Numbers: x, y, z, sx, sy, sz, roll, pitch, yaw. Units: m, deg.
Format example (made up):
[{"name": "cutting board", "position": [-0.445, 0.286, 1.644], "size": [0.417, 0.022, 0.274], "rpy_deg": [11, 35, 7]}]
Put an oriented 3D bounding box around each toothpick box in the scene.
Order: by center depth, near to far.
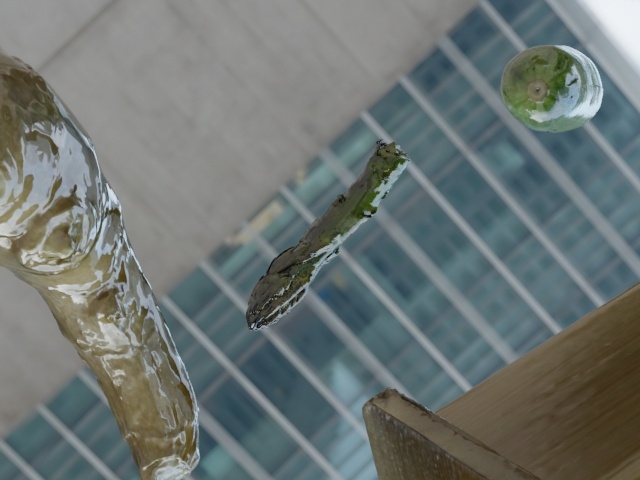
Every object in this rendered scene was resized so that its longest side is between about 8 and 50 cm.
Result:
[{"name": "toothpick box", "position": [0.210, 0.124, 1.128], "size": [0.308, 0.190, 0.187], "rpy_deg": [-30, -150, -23]}]

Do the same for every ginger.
[{"name": "ginger", "position": [-0.124, 0.014, 0.960], "size": [0.086, 0.294, 0.131], "rpy_deg": [-32, -144, -5]}]

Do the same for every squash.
[{"name": "squash", "position": [0.183, -0.120, 1.525], "size": [0.069, 0.069, 0.239], "rpy_deg": [-39, 174, 13]}]

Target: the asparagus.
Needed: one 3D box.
[{"name": "asparagus", "position": [0.000, 0.000, 1.296], "size": [0.165, 0.030, 0.036], "rpy_deg": [-49, -133, 19]}]
